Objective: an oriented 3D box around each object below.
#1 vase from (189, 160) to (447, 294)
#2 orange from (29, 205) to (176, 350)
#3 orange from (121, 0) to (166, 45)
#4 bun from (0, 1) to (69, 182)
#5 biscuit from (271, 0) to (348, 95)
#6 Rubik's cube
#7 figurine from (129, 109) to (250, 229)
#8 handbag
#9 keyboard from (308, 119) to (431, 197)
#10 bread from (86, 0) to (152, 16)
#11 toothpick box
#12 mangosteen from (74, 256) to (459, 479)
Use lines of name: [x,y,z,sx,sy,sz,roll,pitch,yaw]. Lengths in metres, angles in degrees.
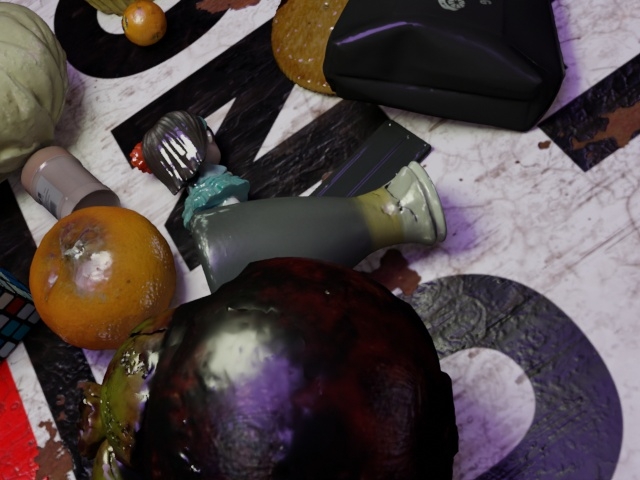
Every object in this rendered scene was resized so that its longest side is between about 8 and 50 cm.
vase: [0.000,0.000,1.158,0.321,0.173,0.173,-18,57,-6]
orange: [-0.324,0.051,1.266,0.224,0.170,0.224,-9,59,15]
orange: [-0.317,-0.393,1.557,0.084,0.083,0.083,-9,60,16]
bun: [-0.559,-0.226,1.468,0.365,0.219,0.365,-42,30,30]
biscuit: [0.059,-0.364,1.426,0.306,0.038,0.305,-9,61,17]
Rubik's cube: [-0.567,0.098,1.307,0.184,0.182,0.187,37,81,19]
figurine: [-0.197,-0.093,1.337,0.138,0.110,0.245,-37,65,2]
handbag: [0.194,-0.324,1.274,0.343,0.152,0.287,12,58,4]
keyboard: [0.003,-0.030,1.273,0.381,0.041,0.103,-42,56,-12]
bread: [-0.387,-0.547,1.630,0.240,0.139,0.239,-9,60,16]
toothpick box: [-0.408,-0.078,1.409,0.149,0.098,0.098,37,80,32]
mangosteen: [-0.054,0.223,0.959,0.421,0.381,0.380,-30,56,16]
